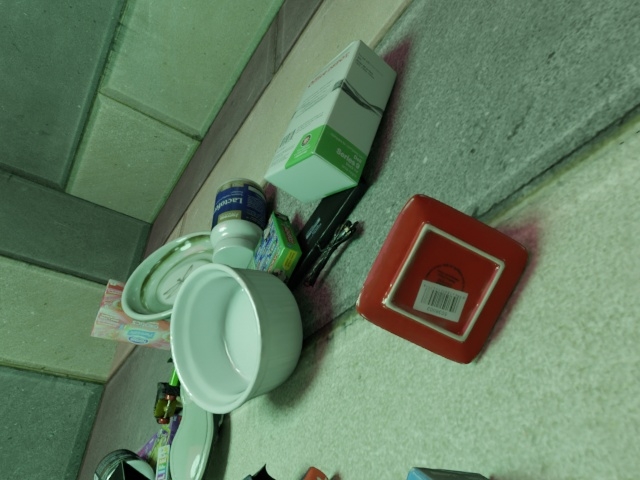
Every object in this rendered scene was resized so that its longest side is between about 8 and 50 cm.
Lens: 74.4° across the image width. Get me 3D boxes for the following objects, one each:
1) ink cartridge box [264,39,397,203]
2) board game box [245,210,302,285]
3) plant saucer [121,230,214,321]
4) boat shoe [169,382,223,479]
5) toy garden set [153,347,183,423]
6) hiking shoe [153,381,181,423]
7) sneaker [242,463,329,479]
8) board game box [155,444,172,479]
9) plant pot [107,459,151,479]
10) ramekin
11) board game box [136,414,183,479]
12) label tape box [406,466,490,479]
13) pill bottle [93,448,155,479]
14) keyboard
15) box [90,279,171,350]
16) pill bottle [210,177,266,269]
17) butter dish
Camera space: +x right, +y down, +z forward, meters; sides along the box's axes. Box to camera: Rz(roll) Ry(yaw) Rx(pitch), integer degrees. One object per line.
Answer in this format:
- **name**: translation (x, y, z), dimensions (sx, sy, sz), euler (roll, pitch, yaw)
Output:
- **ink cartridge box**: translation (0.022, -0.246, 0.908), dimensions (0.211, 0.121, 0.289), euler (-11, 53, 57)
- **board game box**: translation (-0.147, 0.110, 1.011), dimensions (0.317, 0.046, 0.213), euler (-62, 23, 18)
- **plant saucer**: translation (-0.468, 0.133, 1.434), dimensions (0.401, 0.100, 0.400), euler (-16, 38, 13)
- **boat shoe**: translation (-0.277, 0.432, 1.000), dimensions (0.114, 0.091, 0.302), euler (-20, 44, 16)
- **toy garden set**: translation (-0.385, 0.374, 1.155), dimensions (0.244, 0.049, 0.203), euler (107, 175, -76)
- **hiking shoe**: translation (-0.461, 0.507, 1.292), dimensions (0.227, 0.086, 0.114), euler (165, 111, -65)
- **sneaker**: translation (-0.130, 0.428, 0.634), dimensions (0.350, 0.131, 0.148), euler (-19, 28, 19)
- **board game box**: translation (-0.331, 0.555, 0.961), dimensions (0.103, 0.026, 0.154), euler (-110, 7, -54)
- **plant pot**: translation (-0.433, 0.654, 0.942), dimensions (0.167, 0.188, 0.187), euler (-47, 22, -18)
- **ramekin**: translation (-0.165, 0.183, 0.838), dimensions (0.277, 0.135, 0.277), euler (-3, 85, 38)
- **board game box**: translation (-0.493, 0.683, 1.238), dimensions (0.347, 0.056, 0.208), euler (-48, 37, 32)
- **label tape box**: translation (0.166, 0.350, 0.251), dimensions (0.348, 0.115, 0.249), euler (9, 78, 59)
- **pill bottle**: translation (-0.553, 0.659, 1.173), dimensions (0.246, 0.130, 0.130), euler (-22, 51, 53)
- **keyboard**: translation (0.000, 0.000, 0.893), dimensions (0.317, 0.033, 0.201), euler (-55, 24, 23)
- **box**: translation (-0.621, 0.270, 1.492), dimensions (0.142, 0.300, 0.154), euler (-58, 29, 25)
- **pill bottle**: translation (-0.231, -0.041, 1.200), dimensions (0.153, 0.153, 0.264), euler (-46, 35, 35)
- **butter dish**: translation (0.137, 0.042, 0.523), dimensions (0.159, 0.160, 0.118), euler (-64, 5, 4)
